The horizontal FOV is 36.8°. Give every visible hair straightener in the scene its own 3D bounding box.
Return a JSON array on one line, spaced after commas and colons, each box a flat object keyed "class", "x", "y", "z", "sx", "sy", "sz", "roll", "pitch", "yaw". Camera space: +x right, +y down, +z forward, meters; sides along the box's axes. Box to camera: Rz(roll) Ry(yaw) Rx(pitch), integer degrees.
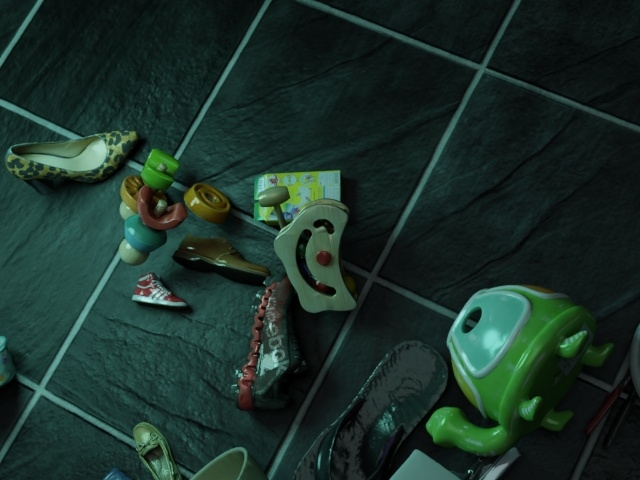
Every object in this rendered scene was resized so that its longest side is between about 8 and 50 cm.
[{"class": "hair straightener", "x": 0.573, "y": 0.282, "z": 1.736, "sx": 0.089, "sy": 0.047, "sz": 0.230, "roll": 37, "pitch": 76, "yaw": 10}]

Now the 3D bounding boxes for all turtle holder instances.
[{"class": "turtle holder", "x": 0.341, "y": 0.227, "z": 1.708, "sx": 0.227, "sy": 0.243, "sz": 0.320, "roll": 33, "pitch": 116, "yaw": 33}]

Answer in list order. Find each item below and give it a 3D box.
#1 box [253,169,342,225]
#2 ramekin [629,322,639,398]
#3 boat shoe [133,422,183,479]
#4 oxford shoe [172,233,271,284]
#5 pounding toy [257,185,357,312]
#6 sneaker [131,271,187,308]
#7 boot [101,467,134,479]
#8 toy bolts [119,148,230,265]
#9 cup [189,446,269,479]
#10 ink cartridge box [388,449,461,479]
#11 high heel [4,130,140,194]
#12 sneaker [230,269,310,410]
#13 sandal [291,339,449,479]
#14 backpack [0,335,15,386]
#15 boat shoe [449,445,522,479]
[{"class": "box", "x": -0.045, "y": -0.084, "z": 1.952, "sx": 0.179, "sy": 0.043, "sz": 0.105, "roll": -1, "pitch": 72, "yaw": 6}, {"class": "ramekin", "x": 0.692, "y": 0.208, "z": 1.664, "sx": 0.277, "sy": 0.135, "sz": 0.277, "roll": 0, "pitch": 73, "yaw": 0}, {"class": "boat shoe", "x": -0.313, "y": 0.412, "z": 1.830, "sx": 0.056, "sy": 0.048, "sz": 0.153, "roll": -30, "pitch": 70, "yaw": -1}, {"class": "oxford shoe", "x": -0.189, "y": 0.033, "z": 1.923, "sx": 0.212, "sy": 0.076, "sz": 0.076, "roll": 17, "pitch": 67, "yaw": 14}, {"class": "pounding toy", "x": 0.000, "y": 0.000, "z": 1.866, "sx": 0.154, "sy": 0.155, "sz": 0.270, "roll": -24, "pitch": 99, "yaw": 8}, {"class": "sneaker", "x": -0.318, "y": 0.100, "z": 1.936, "sx": 0.118, "sy": 0.042, "sz": 0.067, "roll": 8, "pitch": 77, "yaw": 14}, {"class": "boot", "x": -0.413, "y": 0.525, "z": 1.807, "sx": 0.086, "sy": 0.069, "sz": 0.190, "roll": 32, "pitch": 71, "yaw": 24}, {"class": "toy bolts", "x": -0.314, "y": -0.037, "z": 1.924, "sx": 0.218, "sy": 0.228, "sz": 0.158, "roll": 31, "pitch": 117, "yaw": -12}, {"class": "cup", "x": -0.158, "y": 0.557, "z": 1.643, "sx": 0.237, "sy": 0.331, "sz": 0.331, "roll": 44, "pitch": 83, "yaw": -8}, {"class": "ink cartridge box", "x": 0.077, "y": 0.557, "z": 1.499, "sx": 0.166, "sy": 0.286, "sz": 0.395, "roll": 34, "pitch": 37, "yaw": 18}, {"class": "high heel", "x": -0.510, "y": -0.186, "z": 1.984, "sx": 0.261, "sy": 0.186, "sz": 0.093, "roll": -26, "pitch": 70, "yaw": 0}, {"class": "sneaker", "x": -0.076, "y": 0.197, "z": 1.836, "sx": 0.135, "sy": 0.097, "sz": 0.276, "roll": 9, "pitch": 76, "yaw": 13}, {"class": "sandal", "x": 0.073, "y": 0.370, "z": 1.748, "sx": 0.167, "sy": 0.107, "sz": 0.446, "roll": 29, "pitch": 79, "yaw": 17}, {"class": "backpack", "x": -0.702, "y": 0.243, "z": 1.883, "sx": 0.188, "sy": 0.166, "sz": 0.145, "roll": -5, "pitch": 102, "yaw": 2}, {"class": "boat shoe", "x": 0.257, "y": 0.435, "z": 1.715, "sx": 0.228, "sy": 0.080, "sz": 0.076, "roll": -44, "pitch": 65, "yaw": -7}]
